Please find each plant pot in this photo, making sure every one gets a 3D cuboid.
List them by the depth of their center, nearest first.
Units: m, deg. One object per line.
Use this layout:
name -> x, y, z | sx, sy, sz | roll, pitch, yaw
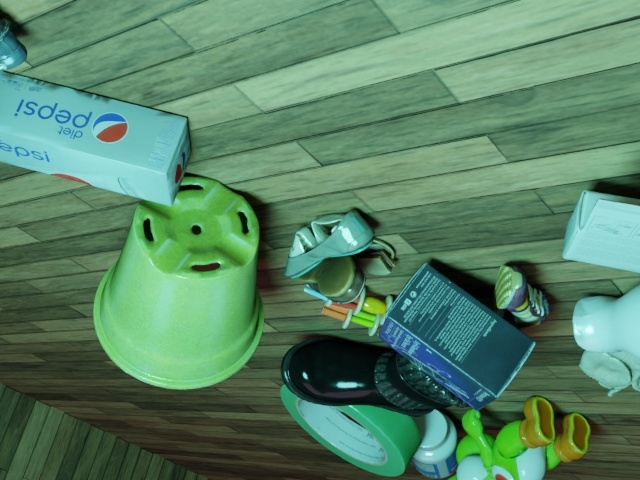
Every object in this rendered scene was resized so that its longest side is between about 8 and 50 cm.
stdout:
plant pot -> -0.200, 0.048, 1.366 | 0.276, 0.276, 0.254 | 17, 144, -4

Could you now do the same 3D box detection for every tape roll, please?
tape roll -> 0.063, 0.386, 1.965 | 0.321, 0.077, 0.321 | 29, 152, 17

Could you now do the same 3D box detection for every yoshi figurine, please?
yoshi figurine -> 0.394, 0.443, 1.929 | 0.203, 0.204, 0.362 | -14, 156, -45

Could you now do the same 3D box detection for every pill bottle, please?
pill bottle -> 0.257, 0.462, 2.074 | 0.124, 0.124, 0.221 | 7, 153, 16

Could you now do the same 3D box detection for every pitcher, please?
pitcher -> 0.488, 0.115, 1.263 | 0.177, 0.126, 0.207 | 3, 171, -23

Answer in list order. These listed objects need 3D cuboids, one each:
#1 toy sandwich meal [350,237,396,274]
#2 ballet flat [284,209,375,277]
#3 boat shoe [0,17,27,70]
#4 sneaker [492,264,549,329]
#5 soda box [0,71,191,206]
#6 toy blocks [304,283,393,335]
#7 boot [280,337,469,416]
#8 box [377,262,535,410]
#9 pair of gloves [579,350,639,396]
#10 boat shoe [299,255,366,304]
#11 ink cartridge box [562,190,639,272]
toy sandwich meal -> 0.076, 0.024, 1.388 | 0.085, 0.029, 0.086 | 13, 155, 6
ballet flat -> 0.000, 0.000, 1.361 | 0.068, 0.072, 0.213 | 53, 143, -11
boat shoe -> -0.464, -0.221, 1.127 | 0.254, 0.095, 0.079 | -14, 132, 32
sneaker -> 0.306, 0.086, 1.355 | 0.083, 0.070, 0.185 | 4, 160, 5
soda box -> -0.323, -0.138, 1.211 | 0.286, 0.091, 0.098 | 15, 155, 2
toy blocks -> 0.038, 0.109, 1.557 | 0.148, 0.054, 0.123 | 19, 154, -7
boot -> 0.117, 0.244, 1.690 | 0.347, 0.131, 0.260 | 10, 163, -13
box -> 0.205, 0.153, 1.393 | 0.207, 0.108, 0.153 | 36, 164, 11
pair of gloves -> 0.549, 0.241, 1.489 | 0.240, 0.042, 0.204 | 32, 155, 5
boat shoe -> 0.032, 0.062, 1.395 | 0.073, 0.073, 0.207 | 34, 177, -17
ink cartridge box -> 0.435, -0.009, 1.037 | 0.275, 0.060, 0.239 | 11, 164, 9
